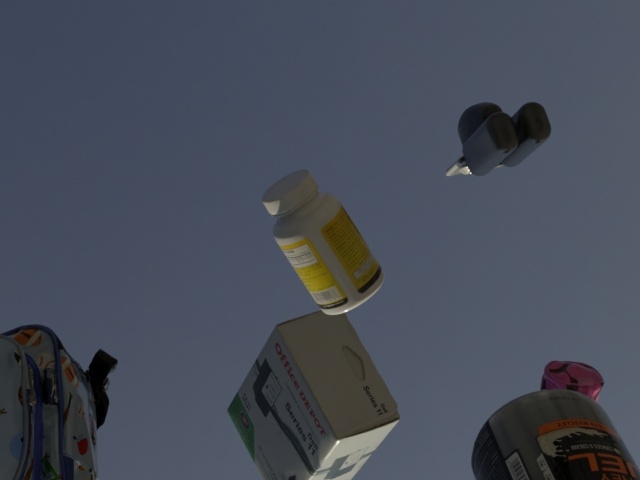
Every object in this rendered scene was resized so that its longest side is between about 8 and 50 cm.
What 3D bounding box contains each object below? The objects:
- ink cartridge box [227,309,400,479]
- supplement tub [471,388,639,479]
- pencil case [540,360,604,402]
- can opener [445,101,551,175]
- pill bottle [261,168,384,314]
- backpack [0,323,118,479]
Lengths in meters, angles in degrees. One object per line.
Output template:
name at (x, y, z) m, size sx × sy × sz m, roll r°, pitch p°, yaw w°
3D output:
ink cartridge box at (-0.012, 0.192, 1.494) m, size 0.087 × 0.208 × 0.153 m, roll -16°, pitch -117°, yaw -31°
supplement tub at (0.312, 0.343, 1.605) m, size 0.194 × 0.193 × 0.316 m, roll 24°, pitch -156°, yaw -26°
pencil case at (0.334, 0.274, 1.838) m, size 0.095 × 0.098 × 0.209 m, roll 8°, pitch -81°, yaw -2°
can opener at (0.193, -0.127, 1.539) m, size 0.076 × 0.283 × 0.095 m, roll -17°, pitch -96°, yaw -6°
pill bottle at (0.000, 0.000, 1.131) m, size 0.116 × 0.065 × 0.065 m, roll 58°, pitch -134°, yaw -19°
backpack at (-0.319, 0.221, 1.186) m, size 0.213 × 0.277 × 0.263 m, roll 62°, pitch -166°, yaw -68°
